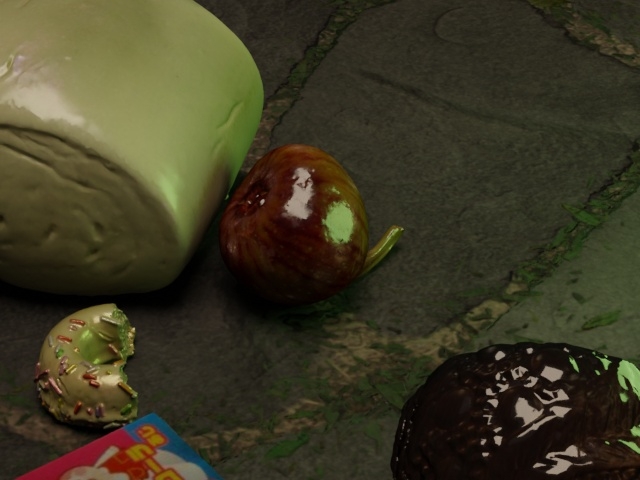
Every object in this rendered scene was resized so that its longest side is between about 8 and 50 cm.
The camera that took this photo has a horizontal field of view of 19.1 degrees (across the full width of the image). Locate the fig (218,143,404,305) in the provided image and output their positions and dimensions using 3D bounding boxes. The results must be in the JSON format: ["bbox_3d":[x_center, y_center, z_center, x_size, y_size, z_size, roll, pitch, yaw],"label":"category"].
[{"bbox_3d":[-0.006,0.004,2.101,0.175,0.207,0.175,-29,38,26],"label":"fig"}]

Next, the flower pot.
[{"bbox_3d":[0.190,0.265,1.638,0.267,0.266,0.267,2,46,2],"label":"flower pot"}]

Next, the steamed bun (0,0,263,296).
[{"bbox_3d":[-0.318,-0.146,2.162,0.456,0.290,0.371,10,38,14],"label":"steamed bun"}]

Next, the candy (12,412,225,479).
[{"bbox_3d":[-0.231,0.286,1.726,0.306,0.100,0.157,-24,43,-31],"label":"candy"}]

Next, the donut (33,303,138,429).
[{"bbox_3d":[-0.244,0.127,1.973,0.108,0.065,0.166,-3,36,-4],"label":"donut"}]
